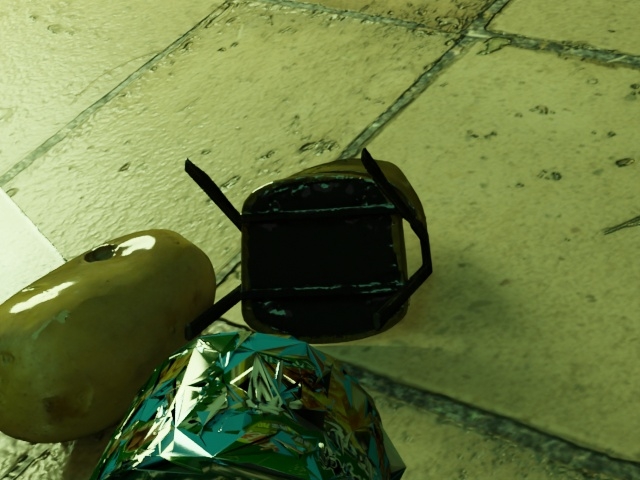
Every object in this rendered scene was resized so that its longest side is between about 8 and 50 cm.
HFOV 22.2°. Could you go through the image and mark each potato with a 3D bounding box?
[{"bbox_3d":[-0.184,0.076,1.334,0.150,0.146,0.234,25,39,30],"label":"potato"}]

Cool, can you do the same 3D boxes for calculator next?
[{"bbox_3d":[-0.349,0.016,1.574,0.161,0.021,0.262,-28,37,-17],"label":"calculator"}]

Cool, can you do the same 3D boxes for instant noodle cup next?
[{"bbox_3d":[-0.053,0.180,1.086,0.240,0.240,0.178,-6,31,12],"label":"instant noodle cup"}]

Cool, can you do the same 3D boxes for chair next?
[{"bbox_3d":[0.000,0.000,1.366,0.159,0.172,0.247,-3,-6,16],"label":"chair"}]
